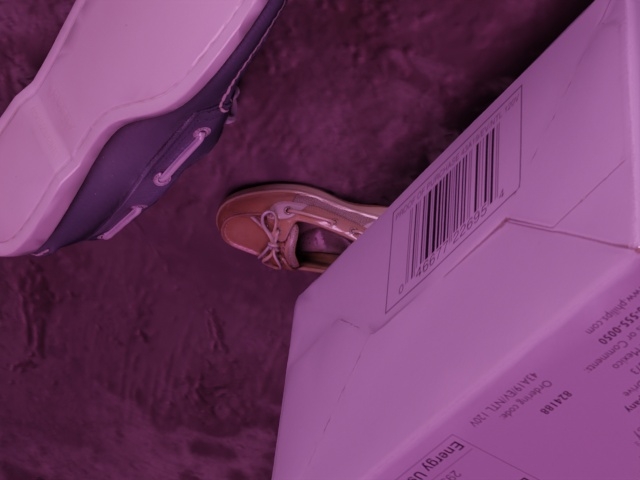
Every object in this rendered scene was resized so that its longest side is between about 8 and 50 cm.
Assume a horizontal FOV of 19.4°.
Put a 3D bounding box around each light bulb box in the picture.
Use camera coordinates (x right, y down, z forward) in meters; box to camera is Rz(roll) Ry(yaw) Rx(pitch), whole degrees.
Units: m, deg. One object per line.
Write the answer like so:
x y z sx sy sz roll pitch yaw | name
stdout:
0.214 0.099 1.108 0.361 0.225 0.358 27 134 -20 | light bulb box

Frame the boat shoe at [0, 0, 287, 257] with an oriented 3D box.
-0.107 -0.099 1.194 0.099 0.116 0.319 3 142 -46 | boat shoe

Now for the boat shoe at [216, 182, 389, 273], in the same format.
0.001 0.002 1.252 0.153 0.048 0.056 12 132 9 | boat shoe
